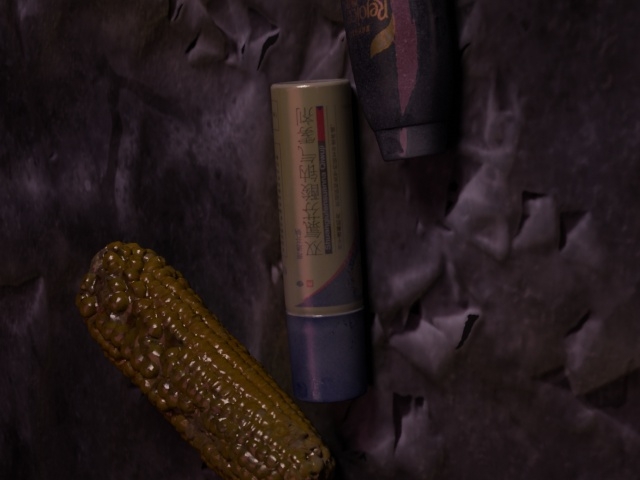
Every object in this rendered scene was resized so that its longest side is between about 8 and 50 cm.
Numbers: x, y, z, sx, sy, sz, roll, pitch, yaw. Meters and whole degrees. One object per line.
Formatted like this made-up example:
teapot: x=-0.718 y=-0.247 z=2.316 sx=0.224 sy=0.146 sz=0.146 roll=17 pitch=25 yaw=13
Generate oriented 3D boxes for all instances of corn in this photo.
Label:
corn: x=-0.101 y=0.108 z=1.115 sx=0.320 sy=0.097 sz=0.097 roll=42 pitch=129 yaw=36

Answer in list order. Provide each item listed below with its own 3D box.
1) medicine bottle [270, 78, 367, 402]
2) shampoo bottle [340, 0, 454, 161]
medicine bottle: x=0.000 y=0.000 z=0.985 sx=0.059 sy=0.059 sz=0.230 roll=7 pitch=104 yaw=51
shampoo bottle: x=0.046 y=-0.170 z=0.893 sx=0.087 sy=0.049 sz=0.233 roll=-3 pitch=97 yaw=54
